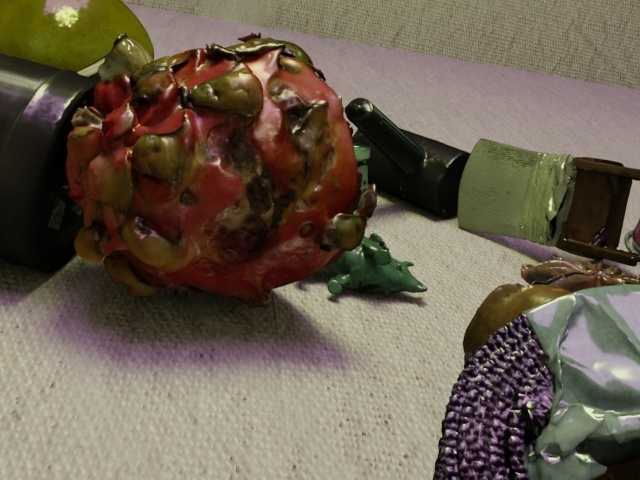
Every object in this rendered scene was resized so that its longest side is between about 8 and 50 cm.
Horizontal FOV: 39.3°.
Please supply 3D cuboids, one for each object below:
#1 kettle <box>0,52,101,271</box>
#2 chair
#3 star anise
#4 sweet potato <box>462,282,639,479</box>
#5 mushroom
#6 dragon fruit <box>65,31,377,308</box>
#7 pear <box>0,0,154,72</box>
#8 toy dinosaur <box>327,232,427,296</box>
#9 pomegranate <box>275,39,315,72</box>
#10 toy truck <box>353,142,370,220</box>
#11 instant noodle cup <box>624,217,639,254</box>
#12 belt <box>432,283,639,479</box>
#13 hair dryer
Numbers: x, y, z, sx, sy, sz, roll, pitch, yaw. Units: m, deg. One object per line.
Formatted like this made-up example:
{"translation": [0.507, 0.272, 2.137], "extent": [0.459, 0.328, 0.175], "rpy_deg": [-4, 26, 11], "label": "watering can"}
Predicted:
{"translation": [-0.423, -0.115, 1.064], "extent": [0.324, 0.229, 0.321], "rpy_deg": [17, -2, 3], "label": "kettle"}
{"translation": [0.389, -0.053, 1.368], "extent": [0.186, 0.160, 0.319], "rpy_deg": [5, 7, -38], "label": "chair"}
{"translation": [0.375, 0.065, 1.220], "extent": [0.207, 0.063, 0.172], "rpy_deg": [9, 16, 4], "label": "star anise"}
{"translation": [0.288, 0.173, 0.771], "extent": [0.157, 0.158, 0.369], "rpy_deg": [-10, 34, -43], "label": "sweet potato"}
{"translation": [-0.350, -0.166, 1.316], "extent": [0.267, 0.164, 0.189], "rpy_deg": [-41, 19, -23], "label": "mushroom"}
{"translation": [-0.147, -0.053, 0.966], "extent": [0.262, 0.296, 0.314], "rpy_deg": [-21, 1, -39], "label": "dragon fruit"}
{"translation": [-0.458, -0.351, 1.629], "extent": [0.321, 0.269, 0.269], "rpy_deg": [20, 18, -15], "label": "pear"}
{"translation": [0.001, 0.005, 1.129], "extent": [0.291, 0.079, 0.120], "rpy_deg": [24, 12, -9], "label": "toy dinosaur"}
{"translation": [-0.084, -0.345, 1.952], "extent": [0.159, 0.159, 0.205], "rpy_deg": [1, 49, -25], "label": "pomegranate"}
{"translation": [-0.035, -0.083, 1.314], "extent": [0.135, 0.129, 0.259], "rpy_deg": [11, 16, 41], "label": "toy truck"}
{"translation": [0.701, -0.073, 1.451], "extent": [0.339, 0.266, 0.340], "rpy_deg": [10, 20, -4], "label": "instant noodle cup"}
{"translation": [0.242, 0.160, 0.636], "extent": [0.324, 0.122, 0.260], "rpy_deg": [-9, 59, 3], "label": "belt"}
{"translation": [0.093, -0.165, 1.457], "extent": [0.244, 0.116, 0.302], "rpy_deg": [25, -7, 37], "label": "hair dryer"}
